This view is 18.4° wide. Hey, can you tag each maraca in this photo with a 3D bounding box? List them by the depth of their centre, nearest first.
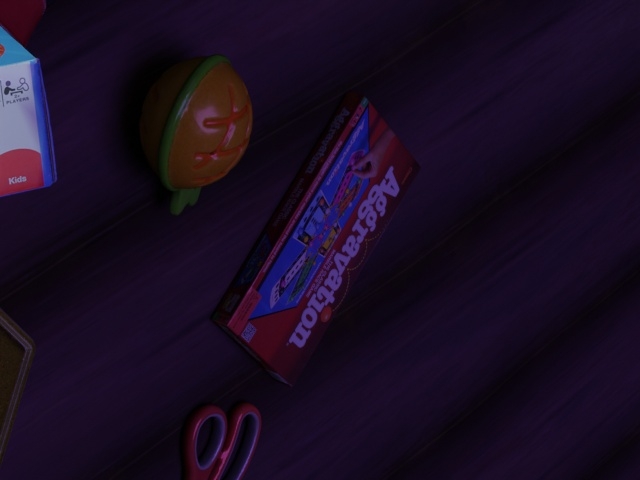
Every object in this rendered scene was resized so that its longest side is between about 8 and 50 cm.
[{"bbox_3d":[-0.113,-0.097,1.817,0.127,0.099,0.186,-55,164,-25],"label":"maraca"}]

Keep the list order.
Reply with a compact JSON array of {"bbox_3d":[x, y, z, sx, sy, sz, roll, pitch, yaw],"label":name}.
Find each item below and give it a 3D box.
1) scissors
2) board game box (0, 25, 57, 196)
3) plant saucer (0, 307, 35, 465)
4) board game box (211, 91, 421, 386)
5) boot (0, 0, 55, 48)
[{"bbox_3d":[-0.137,0.301,2.009,0.109,0.021,0.297,23,86,-54],"label":"scissors"},{"bbox_3d":[-0.366,-0.092,1.269,0.308,0.302,0.086,-14,117,-22],"label":"board game box"},{"bbox_3d":[-0.306,0.112,1.651,0.188,0.045,0.188,52,42,-47],"label":"plant saucer"},{"bbox_3d":[0.000,0.000,2.046,0.281,0.027,0.145,-60,142,-14],"label":"board game box"},{"bbox_3d":[-0.287,-0.222,1.551,0.176,0.088,0.244,-61,154,-13],"label":"boot"}]
